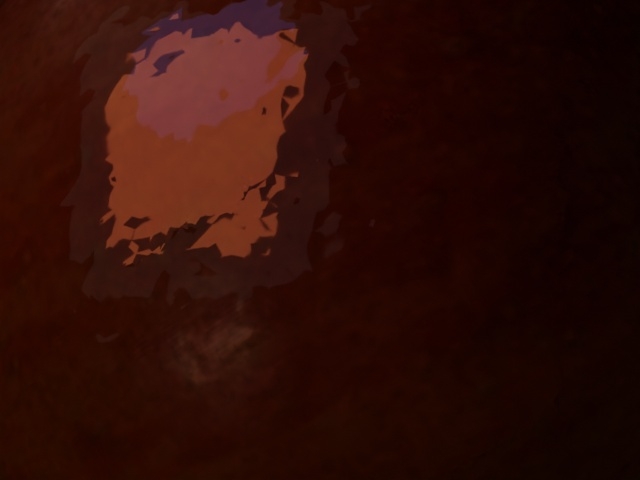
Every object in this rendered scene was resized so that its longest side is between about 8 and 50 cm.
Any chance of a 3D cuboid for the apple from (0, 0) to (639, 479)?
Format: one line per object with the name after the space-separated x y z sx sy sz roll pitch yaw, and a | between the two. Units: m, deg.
0.000 0.000 0.611 0.301 0.301 0.301 -29 45 34 | apple
